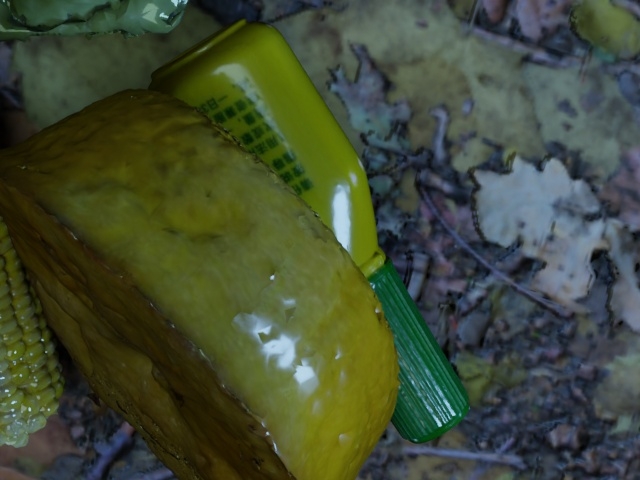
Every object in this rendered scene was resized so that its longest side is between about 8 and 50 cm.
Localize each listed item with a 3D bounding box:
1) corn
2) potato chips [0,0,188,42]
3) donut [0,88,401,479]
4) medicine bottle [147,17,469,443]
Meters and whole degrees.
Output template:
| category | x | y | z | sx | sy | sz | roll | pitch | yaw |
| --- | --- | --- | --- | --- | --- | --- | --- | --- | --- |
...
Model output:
| category | x | y | z | sx | sy | sz | roll | pitch | yaw |
| --- | --- | --- | --- | --- | --- | --- | --- | --- | --- |
| corn | -0.218 | 0.002 | 1.069 | 0.093 | 0.093 | 0.244 | -9 | 107 | 15 |
| potato chips | -0.105 | -0.289 | 0.917 | 0.429 | 0.070 | 0.358 | -19 | 97 | 29 |
| donut | -0.066 | 0.035 | 0.973 | 0.108 | 0.277 | 0.277 | -43 | 97 | -18 |
| medicine bottle | 0.000 | 0.000 | 1.036 | 0.095 | 0.064 | 0.260 | -27 | 100 | 29 |
